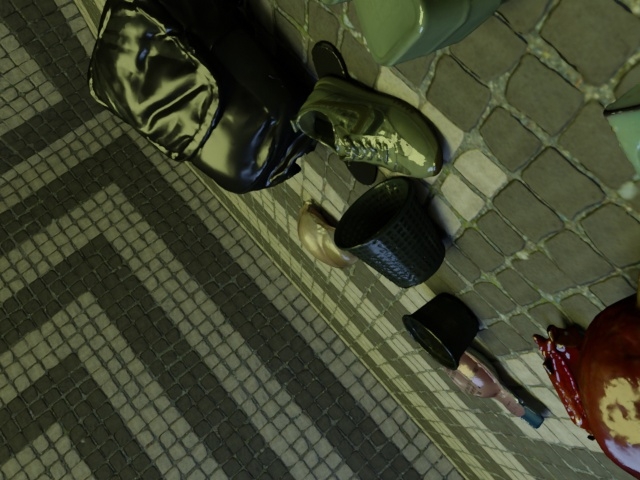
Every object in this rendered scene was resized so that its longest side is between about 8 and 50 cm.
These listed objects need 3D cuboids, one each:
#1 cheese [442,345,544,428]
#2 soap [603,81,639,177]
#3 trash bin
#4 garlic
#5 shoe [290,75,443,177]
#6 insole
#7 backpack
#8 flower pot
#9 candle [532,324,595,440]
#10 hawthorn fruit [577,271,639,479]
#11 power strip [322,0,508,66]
[{"bbox_3d":[0.389,0.335,1.049,0.286,0.074,0.189,36,160,34],"label":"cheese"},{"bbox_3d":[0.310,-0.069,0.262,0.145,0.091,0.230,53,164,-10],"label":"soap"},{"bbox_3d":[0.142,-0.004,0.815,0.161,0.175,0.175,43,169,-23],"label":"trash bin"},{"bbox_3d":[0.000,0.000,1.317,0.228,0.110,0.217,49,169,2],"label":"garlic"},{"bbox_3d":[0.069,-0.168,0.705,0.275,0.098,0.103,34,161,32],"label":"shoe"},{"bbox_3d":[0.049,-0.217,0.818,0.110,0.012,0.309,32,157,44],"label":"insole"},{"bbox_3d":[-0.209,-0.288,0.880,0.445,0.255,0.363,44,130,-5],"label":"backpack"},{"bbox_3d":[0.272,0.191,0.980,0.157,0.107,0.157,44,167,13],"label":"flower pot"},{"bbox_3d":[0.431,0.248,0.743,0.302,0.059,0.084,57,173,-25],"label":"candle"},{"bbox_3d":[0.358,0.144,0.457,0.251,0.189,0.189,57,164,-11],"label":"hawthorn fruit"},{"bbox_3d":[0.075,-0.302,0.381,0.261,0.141,0.229,66,163,-3],"label":"power strip"}]
